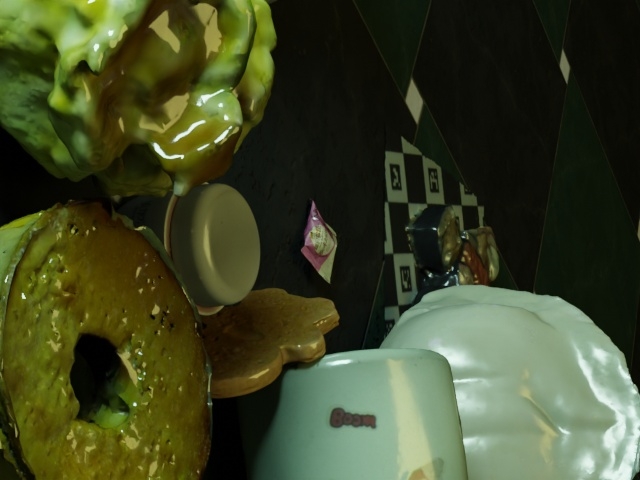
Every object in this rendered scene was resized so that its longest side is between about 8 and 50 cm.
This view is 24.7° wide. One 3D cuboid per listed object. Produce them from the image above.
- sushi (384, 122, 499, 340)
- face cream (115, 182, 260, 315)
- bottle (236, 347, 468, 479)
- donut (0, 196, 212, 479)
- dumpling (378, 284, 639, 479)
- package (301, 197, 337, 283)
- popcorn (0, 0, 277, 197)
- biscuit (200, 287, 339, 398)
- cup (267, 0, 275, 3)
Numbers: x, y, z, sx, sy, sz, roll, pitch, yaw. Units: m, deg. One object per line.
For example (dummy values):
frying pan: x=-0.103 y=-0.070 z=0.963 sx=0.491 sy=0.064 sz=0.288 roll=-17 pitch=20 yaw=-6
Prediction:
sushi: x=0.180 y=0.048 z=1.871 sx=0.339 sy=0.069 sz=0.320 roll=31 pitch=57 yaw=-58
face cream: x=-0.116 y=0.007 z=1.245 sx=0.117 sy=0.104 sz=0.117 roll=21 pitch=66 yaw=-60
bottle: x=0.042 y=0.290 z=1.350 sx=0.229 sy=0.229 sz=0.352 roll=15 pitch=62 yaw=-62
donut: x=-0.188 y=0.103 z=1.074 sx=0.272 sy=0.107 sz=0.272 roll=28 pitch=59 yaw=-60
dumpling: x=0.192 y=0.218 z=1.579 sx=0.233 sy=0.315 sz=0.395 roll=41 pitch=53 yaw=-45
package: x=0.000 y=0.000 z=1.566 sx=0.059 sy=0.029 sz=0.083 roll=52 pitch=29 yaw=-35
popcorn: x=-0.151 y=-0.150 z=1.067 sx=0.270 sy=0.224 sz=0.258 roll=52 pitch=12 yaw=3
biscuit: x=-0.061 y=0.093 z=1.303 sx=0.184 sy=0.133 sz=0.027 roll=-50 pitch=142 yaw=-56
cup: x=-0.087 y=-0.269 z=1.422 sx=0.104 sy=0.074 sz=0.116 roll=53 pitch=24 yaw=3
